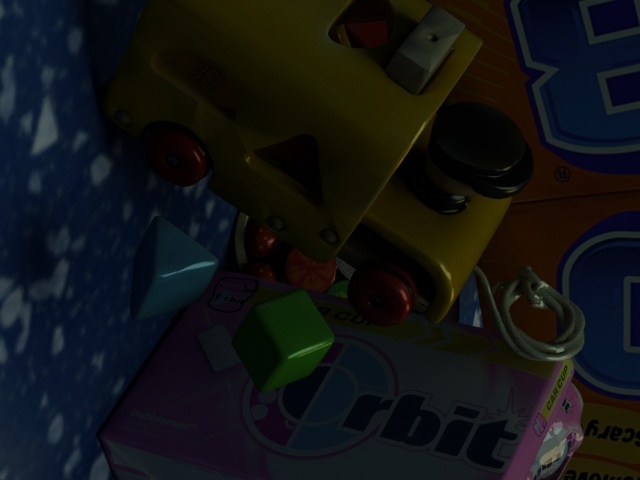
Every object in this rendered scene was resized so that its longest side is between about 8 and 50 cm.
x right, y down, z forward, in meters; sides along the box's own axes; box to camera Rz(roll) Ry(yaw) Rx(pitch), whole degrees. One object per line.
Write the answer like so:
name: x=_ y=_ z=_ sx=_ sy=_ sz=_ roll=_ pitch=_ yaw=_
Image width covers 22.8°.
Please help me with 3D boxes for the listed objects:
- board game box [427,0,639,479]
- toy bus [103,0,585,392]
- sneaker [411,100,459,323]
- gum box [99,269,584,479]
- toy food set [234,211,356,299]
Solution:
board game box: x=0.284 y=-0.093 z=0.854 sx=0.356 sy=0.356 sz=0.356 roll=-50 pitch=131 yaw=-63
toy bus: x=0.018 y=-0.051 z=0.633 sx=0.202 sy=0.191 sz=0.104 roll=-3 pitch=148 yaw=-28
sneaker: x=0.030 y=0.035 z=0.851 sx=0.145 sy=0.090 sz=0.270 roll=100 pitch=-10 yaw=-78
gum box: x=0.014 y=0.086 z=0.695 sx=0.107 sy=0.188 sz=0.062 roll=-57 pitch=148 yaw=-37
toy food set: x=0.000 y=0.000 z=0.766 sx=0.020 sy=0.082 sz=0.083 roll=138 pitch=-27 yaw=-74
